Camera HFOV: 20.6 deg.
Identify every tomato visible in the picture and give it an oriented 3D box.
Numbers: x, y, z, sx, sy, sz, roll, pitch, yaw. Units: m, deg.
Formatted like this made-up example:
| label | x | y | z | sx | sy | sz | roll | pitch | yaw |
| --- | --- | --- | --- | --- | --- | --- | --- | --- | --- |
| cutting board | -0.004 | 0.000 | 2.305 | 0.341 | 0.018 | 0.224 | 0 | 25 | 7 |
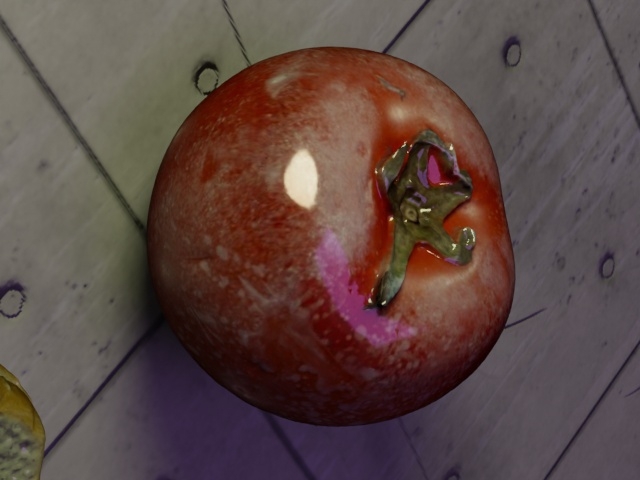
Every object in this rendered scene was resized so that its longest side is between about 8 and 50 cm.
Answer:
| label | x | y | z | sx | sy | sz | roll | pitch | yaw |
| --- | --- | --- | --- | --- | --- | --- | --- | --- | --- |
| tomato | 0.000 | 0.000 | 1.244 | 0.270 | 0.227 | 0.270 | 15 | 67 | -41 |

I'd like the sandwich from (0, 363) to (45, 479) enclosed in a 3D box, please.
| label | x | y | z | sx | sy | sz | roll | pitch | yaw |
| --- | --- | --- | --- | --- | --- | --- | --- | --- | --- |
| sandwich | -0.314 | 0.163 | 1.042 | 0.288 | 0.099 | 0.254 | 22 | 96 | -48 |
